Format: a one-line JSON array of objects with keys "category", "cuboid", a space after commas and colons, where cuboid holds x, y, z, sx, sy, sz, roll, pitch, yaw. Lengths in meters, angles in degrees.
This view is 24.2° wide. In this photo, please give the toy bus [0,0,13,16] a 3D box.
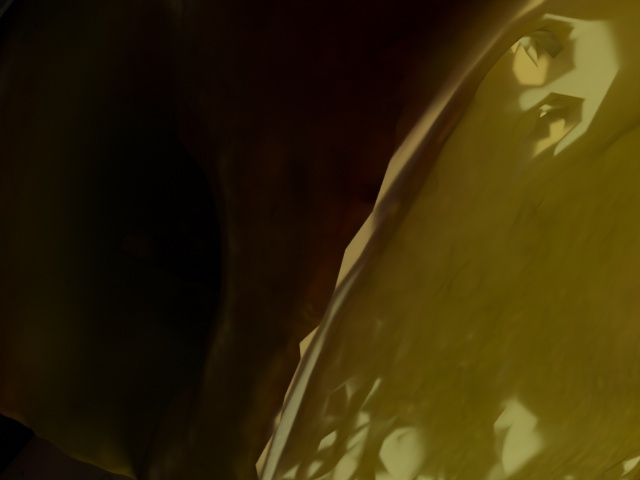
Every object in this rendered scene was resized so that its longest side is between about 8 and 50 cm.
[{"category": "toy bus", "cuboid": [-0.090, -0.111, 0.378, 0.167, 0.073, 0.076, -44, 165, 27]}]

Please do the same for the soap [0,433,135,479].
[{"category": "soap", "cuboid": [-0.071, 0.148, 0.806, 0.182, 0.138, 0.199, -14, 158, -42]}]

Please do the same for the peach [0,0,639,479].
[{"category": "peach", "cuboid": [0.074, -0.056, 0.519, 0.380, 0.242, 0.306, 4, 113, -43]}]
